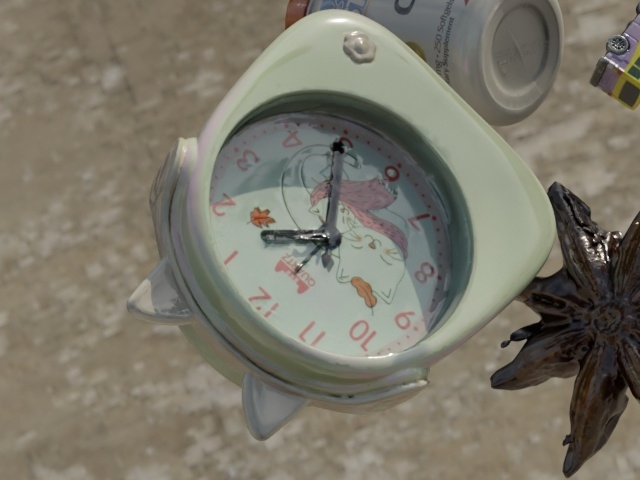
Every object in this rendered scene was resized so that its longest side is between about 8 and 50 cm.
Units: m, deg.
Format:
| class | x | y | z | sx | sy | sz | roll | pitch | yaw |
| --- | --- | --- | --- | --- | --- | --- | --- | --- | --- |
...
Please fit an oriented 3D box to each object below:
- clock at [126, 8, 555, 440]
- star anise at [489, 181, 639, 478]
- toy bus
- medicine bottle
| class | x | y | z | sx | sy | sz | roll | pitch | yaw |
| --- | --- | --- | --- | --- | --- | --- | --- | --- | --- |
| clock | 0.000 | 0.000 | 1.299 | 0.324 | 0.265 | 0.108 | -44 | 1 | -33 |
| star anise | 0.262 | 0.073 | 1.476 | 0.272 | 0.102 | 0.272 | -8 | 75 | 33 |
| toy bus | 0.283 | -0.167 | 1.513 | 0.058 | 0.052 | 0.102 | 37 | 69 | 9 |
| medicine bottle | 0.095 | -0.213 | 1.801 | 0.289 | 0.157 | 0.157 | 16 | 45 | 43 |
